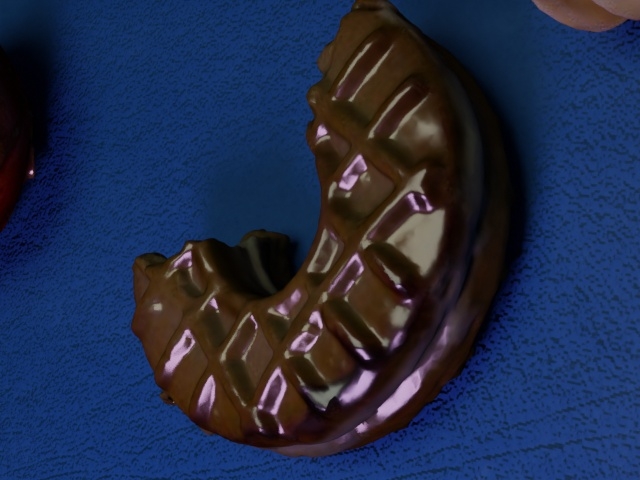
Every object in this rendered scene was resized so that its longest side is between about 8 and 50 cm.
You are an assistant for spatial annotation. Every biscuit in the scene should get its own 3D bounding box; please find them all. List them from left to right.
[{"bbox_3d":[0.003,0.018,1.013,0.366,0.115,0.268,-53,49,24],"label":"biscuit"}]

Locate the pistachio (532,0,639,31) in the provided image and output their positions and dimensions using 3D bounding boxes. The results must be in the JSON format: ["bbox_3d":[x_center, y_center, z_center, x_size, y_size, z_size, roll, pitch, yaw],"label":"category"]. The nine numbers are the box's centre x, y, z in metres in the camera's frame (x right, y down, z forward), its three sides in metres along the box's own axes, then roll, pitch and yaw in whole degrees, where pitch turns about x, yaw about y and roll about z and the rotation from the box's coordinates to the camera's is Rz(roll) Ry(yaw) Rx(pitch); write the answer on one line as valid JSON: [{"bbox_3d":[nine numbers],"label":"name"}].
[{"bbox_3d":[0.208,-0.283,0.828,0.187,0.187,0.299,22,93,45],"label":"pistachio"}]

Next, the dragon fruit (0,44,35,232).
[{"bbox_3d":[-0.437,-0.110,1.352,0.296,0.296,0.301,-21,70,40],"label":"dragon fruit"}]
